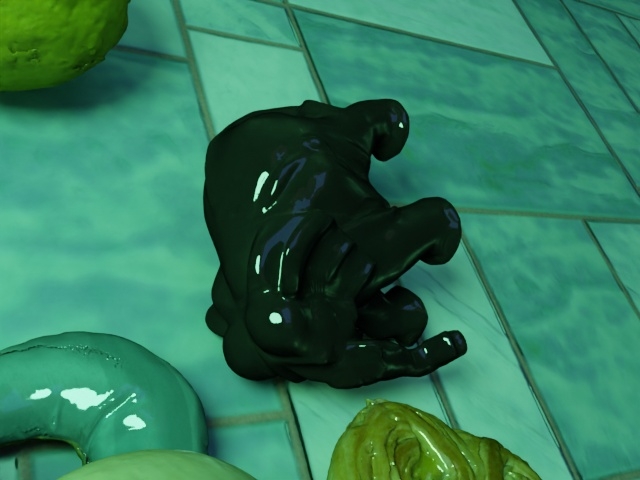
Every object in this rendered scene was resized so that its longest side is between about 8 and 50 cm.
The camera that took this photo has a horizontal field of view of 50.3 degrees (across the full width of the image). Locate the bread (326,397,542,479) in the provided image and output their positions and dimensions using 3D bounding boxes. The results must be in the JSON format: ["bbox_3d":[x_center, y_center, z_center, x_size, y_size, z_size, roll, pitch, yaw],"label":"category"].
[{"bbox_3d":[0.105,0.255,0.601,0.236,0.120,0.198,27,43,-12],"label":"bread"}]

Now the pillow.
[{"bbox_3d":[-0.189,0.171,0.522,0.214,0.086,0.233,6,50,-22],"label":"pillow"}]

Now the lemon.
[{"bbox_3d":[-0.332,-0.273,0.676,0.284,0.260,0.260,-24,70,-47],"label":"lemon"}]

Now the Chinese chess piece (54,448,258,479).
[{"bbox_3d":[-0.108,0.252,0.393,0.104,0.257,0.257,13,30,37],"label":"Chinese chess piece"}]

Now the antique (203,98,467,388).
[{"bbox_3d":[0.000,0.000,0.712,0.255,0.185,0.322,-4,65,-39],"label":"antique"}]
